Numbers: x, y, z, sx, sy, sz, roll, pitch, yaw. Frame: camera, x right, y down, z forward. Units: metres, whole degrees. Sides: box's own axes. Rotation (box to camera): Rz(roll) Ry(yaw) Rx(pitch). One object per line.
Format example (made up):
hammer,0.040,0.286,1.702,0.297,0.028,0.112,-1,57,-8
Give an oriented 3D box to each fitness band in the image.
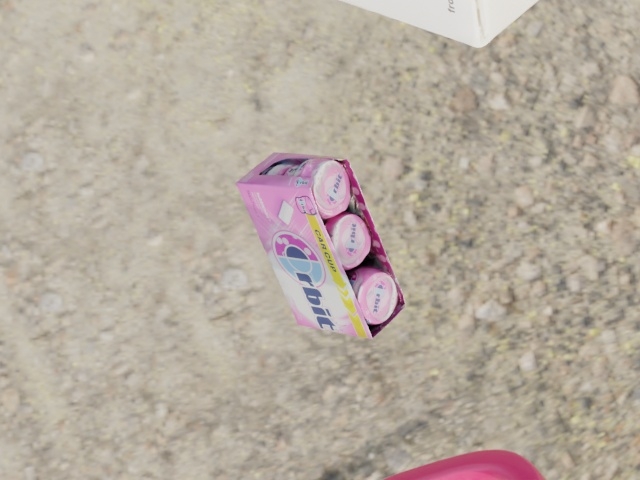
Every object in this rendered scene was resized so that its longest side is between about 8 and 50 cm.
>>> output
fitness band,0.105,0.309,1.173,0.290,0.209,0.054,-23,116,34

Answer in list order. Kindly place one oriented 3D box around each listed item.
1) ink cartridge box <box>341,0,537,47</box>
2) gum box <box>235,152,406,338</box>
ink cartridge box,0.026,-0.198,0.530,0.237,0.172,0.100,27,146,37
gum box,0.000,0.000,1.179,0.107,0.062,0.188,7,129,45
